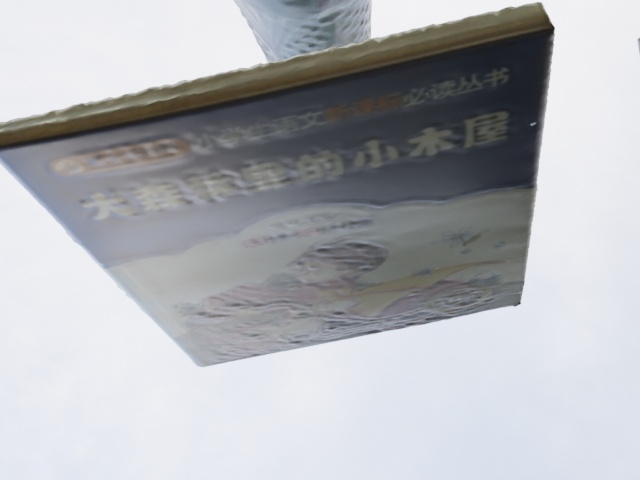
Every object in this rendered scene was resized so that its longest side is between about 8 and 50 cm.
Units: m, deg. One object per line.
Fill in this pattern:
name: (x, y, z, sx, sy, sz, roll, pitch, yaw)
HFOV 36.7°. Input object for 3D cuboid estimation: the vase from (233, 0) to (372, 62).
vase: (-0.004, -0.129, 0.582, 0.096, 0.096, 0.219, -61, -16, -14)

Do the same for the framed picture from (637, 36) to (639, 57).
framed picture: (0.362, -0.137, 0.763, 0.015, 0.203, 0.150, 58, -149, -42)

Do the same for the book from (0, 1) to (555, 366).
book: (0.000, 0.000, 0.510, 0.229, 0.322, 0.018, -12, -114, 5)
